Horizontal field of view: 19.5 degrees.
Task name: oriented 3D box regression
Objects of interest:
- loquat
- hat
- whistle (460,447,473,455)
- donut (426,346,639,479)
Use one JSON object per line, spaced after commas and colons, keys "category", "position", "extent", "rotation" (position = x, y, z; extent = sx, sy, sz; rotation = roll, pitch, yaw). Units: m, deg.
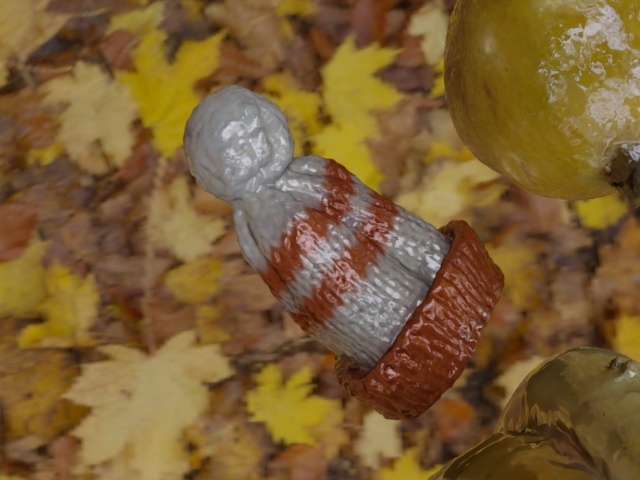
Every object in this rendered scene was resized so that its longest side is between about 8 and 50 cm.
{"category": "loquat", "position": [0.199, -0.121, 1.398], "extent": [0.213, 0.213, 0.246], "rotation": [1, 50, -29]}
{"category": "hat", "position": [0.000, 0.000, 0.835], "extent": [0.162, 0.112, 0.093], "rotation": [37, 91, -10]}
{"category": "whistle", "position": [0.105, 0.204, 0.948], "extent": [0.107, 0.057, 0.220], "rotation": [-13, 110, 8]}
{"category": "donut", "position": [0.138, 0.252, 0.692], "extent": [0.198, 0.449, 0.448], "rotation": [-7, 87, -10]}
